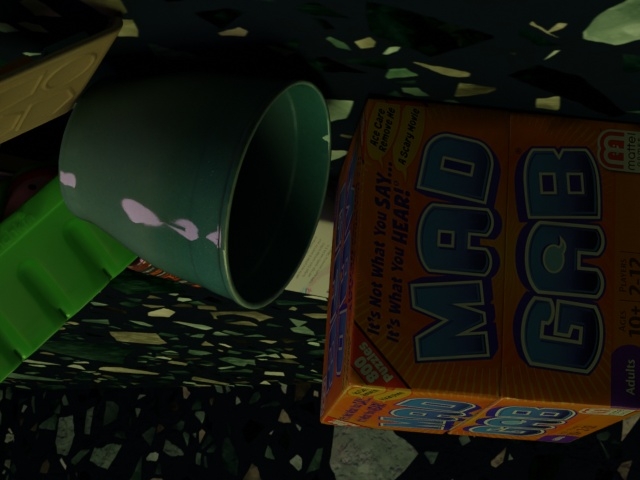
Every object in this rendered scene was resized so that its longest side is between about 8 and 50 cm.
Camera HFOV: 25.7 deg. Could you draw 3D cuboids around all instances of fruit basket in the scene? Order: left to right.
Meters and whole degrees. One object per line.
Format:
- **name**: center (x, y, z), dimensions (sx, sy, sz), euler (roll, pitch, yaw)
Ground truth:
- **fruit basket**: center (-0.480, -0.026, 1.888), dimensions (0.392, 0.392, 0.283), euler (12, 173, -24)

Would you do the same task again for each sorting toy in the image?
- **sorting toy**: center (-0.324, -0.161, 1.538), dimensions (0.208, 0.038, 0.193), euler (-37, 178, -35)

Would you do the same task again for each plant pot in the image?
- **plant pot**: center (-0.158, -0.081, 1.659), dimensions (0.255, 0.272, 0.271), euler (14, 169, 20)

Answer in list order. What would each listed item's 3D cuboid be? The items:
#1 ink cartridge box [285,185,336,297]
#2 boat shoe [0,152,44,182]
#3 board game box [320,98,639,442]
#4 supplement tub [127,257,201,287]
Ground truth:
- **ink cartridge box**: center (0.000, 0.000, 2.092), dimensions (0.212, 0.093, 0.154), euler (10, 133, -25)
- **boat shoe**: center (-0.380, -0.028, 2.095), dimensions (0.340, 0.158, 0.127), euler (8, 165, -9)
- **board game box**: center (0.203, 0.056, 1.825), dimensions (0.356, 0.356, 0.356), euler (5, 165, -4)
- **supplement tub**: center (-0.229, 0.017, 2.325), dimensions (0.198, 0.106, 0.106), euler (17, 161, -40)
